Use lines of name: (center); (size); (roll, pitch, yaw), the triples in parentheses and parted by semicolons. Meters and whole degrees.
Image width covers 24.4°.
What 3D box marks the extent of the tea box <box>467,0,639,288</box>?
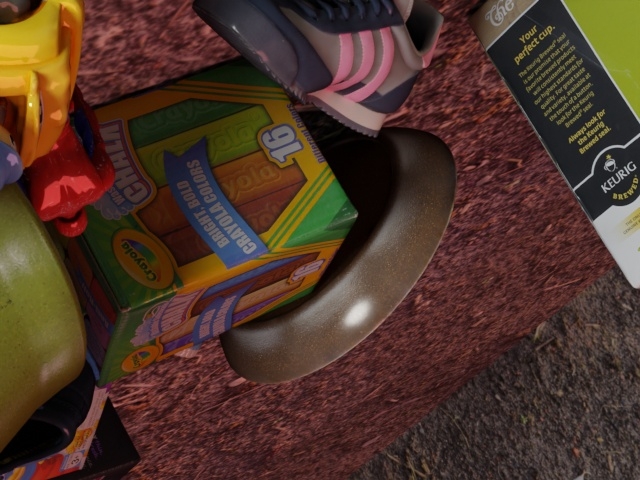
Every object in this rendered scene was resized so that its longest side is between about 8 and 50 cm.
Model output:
tea box: (0.375, -0.182, 1.377); (0.220, 0.323, 0.329); (-10, 155, -48)

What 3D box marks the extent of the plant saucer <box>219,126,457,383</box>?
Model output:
plant saucer: (0.000, 0.000, 1.473); (0.310, 0.311, 0.050); (-37, 121, 23)

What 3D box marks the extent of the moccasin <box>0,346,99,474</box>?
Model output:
moccasin: (-0.342, 0.153, 1.151); (0.342, 0.117, 0.138); (-23, 123, 11)

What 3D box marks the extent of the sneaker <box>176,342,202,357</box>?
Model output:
sneaker: (-0.181, 0.097, 1.765); (0.073, 0.063, 0.162); (-53, 162, 14)

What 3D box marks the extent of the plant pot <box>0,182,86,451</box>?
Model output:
plant pot: (-0.356, 0.084, 0.960); (0.353, 0.366, 0.366); (-34, 167, -28)

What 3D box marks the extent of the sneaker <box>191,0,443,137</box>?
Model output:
sneaker: (0.007, -0.179, 1.195); (0.131, 0.112, 0.319); (-51, 162, 10)

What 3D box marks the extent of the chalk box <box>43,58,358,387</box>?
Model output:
chalk box: (-0.149, -0.006, 1.266); (0.289, 0.180, 0.179); (-23, 163, -25)

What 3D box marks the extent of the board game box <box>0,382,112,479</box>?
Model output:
board game box: (-0.350, 0.152, 1.384); (0.275, 0.142, 0.144); (-10, 130, -49)

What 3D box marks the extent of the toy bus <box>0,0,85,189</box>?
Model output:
toy bus: (-0.238, -0.058, 0.812); (0.220, 0.211, 0.149); (2, 140, -17)

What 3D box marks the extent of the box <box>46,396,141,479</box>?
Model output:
box: (-0.366, 0.238, 1.644); (0.270, 0.165, 0.143); (-11, 155, -47)

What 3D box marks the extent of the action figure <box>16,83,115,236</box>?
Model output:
action figure: (-0.208, -0.119, 1.022); (0.091, 0.139, 0.280); (-23, 140, -14)
